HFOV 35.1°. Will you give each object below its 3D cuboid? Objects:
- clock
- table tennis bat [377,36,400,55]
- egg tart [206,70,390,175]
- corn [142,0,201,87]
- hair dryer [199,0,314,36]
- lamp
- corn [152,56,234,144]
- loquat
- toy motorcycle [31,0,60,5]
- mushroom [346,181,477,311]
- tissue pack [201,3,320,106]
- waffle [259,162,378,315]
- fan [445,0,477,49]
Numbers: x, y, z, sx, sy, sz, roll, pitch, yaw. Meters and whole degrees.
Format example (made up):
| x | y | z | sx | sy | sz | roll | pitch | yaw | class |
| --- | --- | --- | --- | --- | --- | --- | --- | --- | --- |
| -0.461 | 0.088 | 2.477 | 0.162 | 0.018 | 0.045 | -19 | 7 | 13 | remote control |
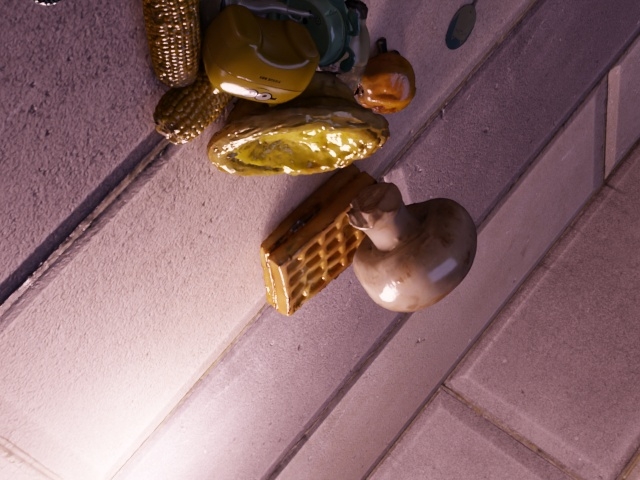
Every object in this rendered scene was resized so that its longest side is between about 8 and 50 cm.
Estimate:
| x | y | z | sx | sy | sz | roll | pitch | yaw | class |
| --- | --- | --- | --- | --- | --- | --- | --- | --- | --- |
| -0.010 | -0.377 | 1.769 | 0.060 | 0.188 | 0.148 | -31 | 141 | -40 | clock |
| 0.141 | -0.380 | 2.185 | 0.095 | 0.014 | 0.158 | -46 | 152 | -17 | table tennis bat |
| -0.044 | -0.212 | 1.847 | 0.345 | 0.345 | 0.133 | 18 | 60 | -61 | egg tart |
| -0.231 | -0.366 | 1.541 | 0.097 | 0.097 | 0.320 | -39 | 149 | -30 | corn |
| -0.108 | -0.417 | 1.647 | 0.199 | 0.067 | 0.167 | -14 | 127 | -13 | hair dryer |
| 0.042 | -0.353 | 1.969 | 0.101 | 0.101 | 0.250 | -23 | 140 | -46 | lamp |
| -0.181 | -0.270 | 1.716 | 0.260 | 0.091 | 0.091 | -51 | 127 | -19 | corn |
| 0.135 | -0.328 | 2.118 | 0.137 | 0.113 | 0.137 | -9 | 143 | -7 | loquat |
| -0.423 | -0.382 | 1.208 | 0.315 | 0.113 | 0.169 | -1 | 109 | -48 | toy motorcycle |
| 0.185 | -0.005 | 2.221 | 0.297 | 0.297 | 0.290 | -46 | 113 | -19 | mushroom |
| -0.103 | -0.294 | 1.632 | 0.178 | 0.123 | 0.127 | 9 | 139 | -37 | tissue pack |
| 0.000 | 0.000 | 2.274 | 0.327 | 0.098 | 0.224 | -41 | 147 | -24 | waffle |
| 0.345 | -0.526 | 2.360 | 0.113 | 0.005 | 0.175 | 11 | 111 | -59 | fan |
